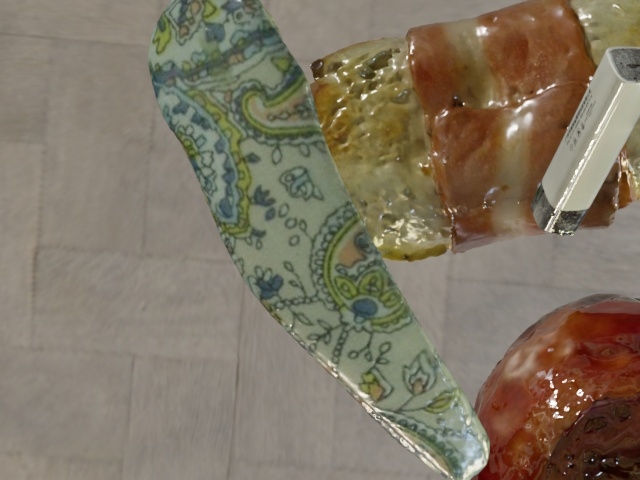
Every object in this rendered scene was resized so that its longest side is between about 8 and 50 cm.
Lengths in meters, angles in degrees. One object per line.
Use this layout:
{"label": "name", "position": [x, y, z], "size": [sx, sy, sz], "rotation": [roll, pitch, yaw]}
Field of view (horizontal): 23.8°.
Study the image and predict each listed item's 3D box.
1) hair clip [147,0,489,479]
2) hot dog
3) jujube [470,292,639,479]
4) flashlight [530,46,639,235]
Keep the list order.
{"label": "hair clip", "position": [-0.001, 0.000, 0.599], "size": [0.066, 0.036, 0.229], "rotation": [-30, 92, 24]}
{"label": "hot dog", "position": [0.096, -0.058, 0.766], "size": [0.261, 0.093, 0.123], "rotation": [-10, 71, 9]}
{"label": "jujube", "position": [0.156, 0.124, 0.774], "size": [0.183, 0.243, 0.183], "rotation": [-3, 76, 14]}
{"label": "flashlight", "position": [0.099, -0.034, 0.553], "size": [0.018, 0.018, 0.083], "rotation": [-1, 141, -16]}
